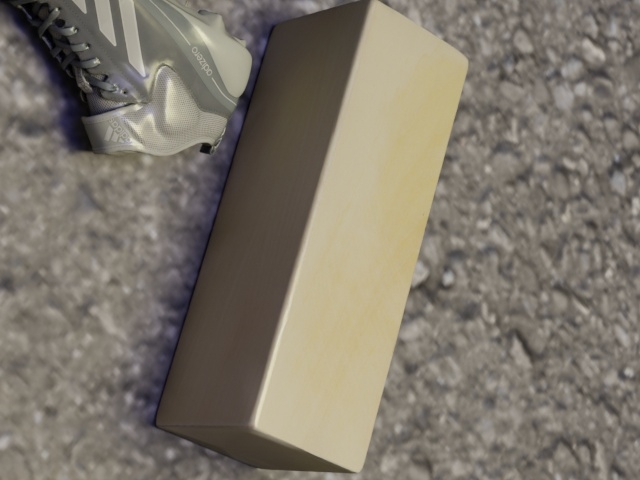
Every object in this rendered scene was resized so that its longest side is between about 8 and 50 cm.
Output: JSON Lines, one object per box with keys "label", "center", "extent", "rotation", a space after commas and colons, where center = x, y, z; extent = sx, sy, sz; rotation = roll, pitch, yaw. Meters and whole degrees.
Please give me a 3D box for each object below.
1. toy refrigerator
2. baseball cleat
{"label": "toy refrigerator", "center": [0.000, 0.000, 1.103], "extent": [0.094, 0.102, 0.269], "rotation": [28, 69, -33]}
{"label": "baseball cleat", "center": [-0.128, -0.111, 1.033], "extent": [0.206, 0.072, 0.109], "rotation": [26, 77, -30]}
